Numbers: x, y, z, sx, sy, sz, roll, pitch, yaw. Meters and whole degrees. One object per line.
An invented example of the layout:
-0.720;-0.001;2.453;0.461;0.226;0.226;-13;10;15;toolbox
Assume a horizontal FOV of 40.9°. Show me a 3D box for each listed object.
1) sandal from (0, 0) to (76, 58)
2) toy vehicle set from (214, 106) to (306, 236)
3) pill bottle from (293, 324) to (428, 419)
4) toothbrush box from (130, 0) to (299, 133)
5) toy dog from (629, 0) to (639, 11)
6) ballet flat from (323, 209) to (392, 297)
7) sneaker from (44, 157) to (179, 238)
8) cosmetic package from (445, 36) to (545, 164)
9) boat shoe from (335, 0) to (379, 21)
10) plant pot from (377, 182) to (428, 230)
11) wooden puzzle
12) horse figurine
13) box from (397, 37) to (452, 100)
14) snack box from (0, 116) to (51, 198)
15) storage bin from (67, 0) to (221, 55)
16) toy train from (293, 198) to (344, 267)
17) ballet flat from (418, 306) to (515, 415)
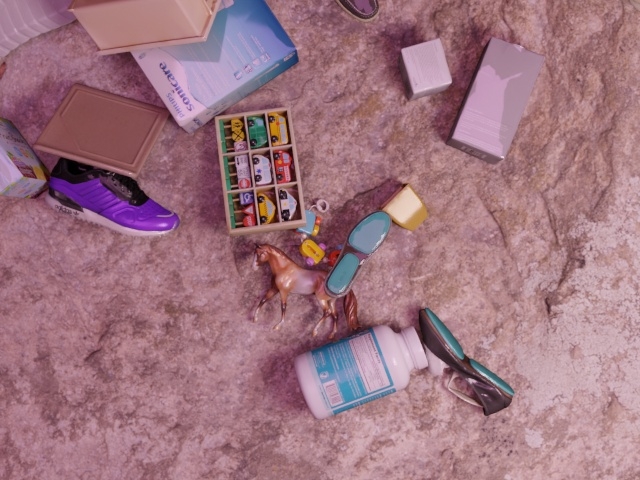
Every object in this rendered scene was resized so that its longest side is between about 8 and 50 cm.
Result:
-0.653;-0.509;1.832;0.416;0.169;0.102;-31;49;1;sandal
-0.129;-0.148;1.829;0.166;0.035;0.266;-9;75;0;toy vehicle set
0.087;0.267;1.803;0.264;0.146;0.146;-20;90;0;pill bottle
-0.225;-0.398;1.817;0.296;0.126;0.216;-34;88;-1;toothbrush box
0.701;-0.643;1.667;0.396;0.408;0.284;22;90;0;toy dog
0.074;0.028;1.801;0.072;0.068;0.213;34;83;3;ballet flat
-0.434;-0.105;1.812;0.294;0.102;0.146;17;110;0;sneaker
0.370;-0.297;1.825;0.127;0.107;0.237;24;87;1;cosmetic package
0.048;-0.571;1.841;0.080;0.073;0.223;-34;89;1;boat shoe
0.183;-0.065;1.838;0.081;0.081;0.083;-44;94;0;plant pot
-0.453;-0.228;1.798;0.221;0.044;0.238;16;45;1;wooden puzzle
-0.032;0.115;1.845;0.264;0.066;0.174;13;91;1;horse figurine
0.220;-0.362;1.825;0.087;0.101;0.101;-15;90;0;box
-0.656;-0.177;1.783;0.070;0.207;0.174;-37;89;0;snack box
-0.334;-0.523;1.733;0.263;0.123;0.260;-1;56;25;storage bin
0.000;0.000;1.855;0.125;0.046;0.166;-18;79;-32;toy train
0.289;0.270;1.830;0.280;0.095;0.096;45;102;1;ballet flat
